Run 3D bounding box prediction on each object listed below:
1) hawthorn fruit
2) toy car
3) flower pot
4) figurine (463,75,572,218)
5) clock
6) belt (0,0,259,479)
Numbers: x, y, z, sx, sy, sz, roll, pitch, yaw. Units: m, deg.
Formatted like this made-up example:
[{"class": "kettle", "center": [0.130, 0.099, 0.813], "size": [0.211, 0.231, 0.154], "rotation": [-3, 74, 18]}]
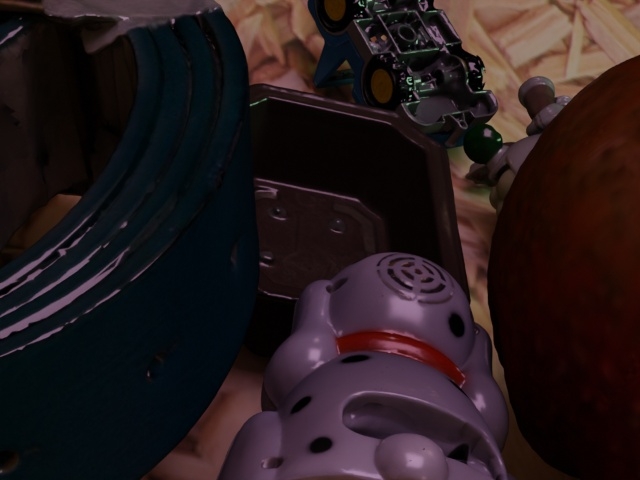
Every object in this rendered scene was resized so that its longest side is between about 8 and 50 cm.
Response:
[{"class": "hawthorn fruit", "center": [0.310, 0.023, 1.154], "size": [0.402, 0.403, 0.403], "rotation": [13, 34, -9]}, {"class": "toy car", "center": [0.055, -0.143, 1.563], "size": [0.097, 0.100, 0.191], "rotation": [-11, 64, -37]}, {"class": "flower pot", "center": [0.000, 0.000, 1.338], "size": [0.178, 0.084, 0.251], "rotation": [12, 36, -11]}, {"class": "figurine", "center": [0.171, -0.049, 1.489], "size": [0.147, 0.093, 0.197], "rotation": [34, 22, -18]}, {"class": "clock", "center": [0.032, 0.109, 1.118], "size": [0.188, 0.189, 0.254], "rotation": [14, 35, -7]}, {"class": "belt", "center": [-0.190, -0.011, 1.137], "size": [0.300, 0.173, 0.437], "rotation": [8, 44, 10]}]
